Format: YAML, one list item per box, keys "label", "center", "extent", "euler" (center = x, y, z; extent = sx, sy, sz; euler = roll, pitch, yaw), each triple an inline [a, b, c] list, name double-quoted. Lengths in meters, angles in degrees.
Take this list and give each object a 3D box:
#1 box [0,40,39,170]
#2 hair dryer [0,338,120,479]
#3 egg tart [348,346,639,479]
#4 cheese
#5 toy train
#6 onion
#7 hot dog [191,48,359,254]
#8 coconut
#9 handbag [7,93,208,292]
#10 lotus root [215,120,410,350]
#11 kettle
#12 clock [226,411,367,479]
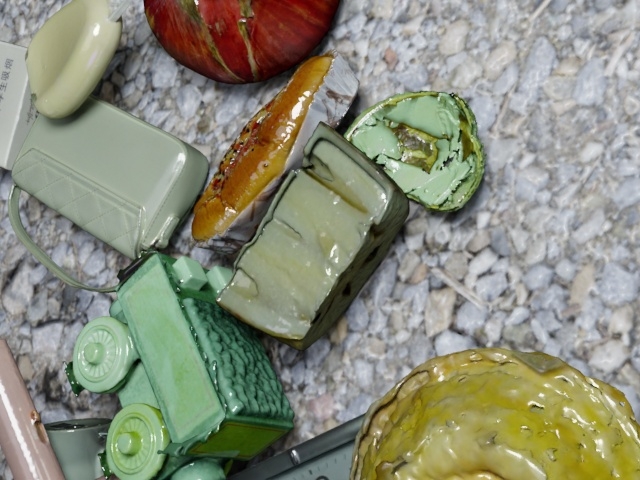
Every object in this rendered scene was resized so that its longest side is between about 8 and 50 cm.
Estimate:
- label: "box"
  center: [-0.483, -0.202, 1.240]
  extent: [0.259, 0.071, 0.168]
  euler: [19, 95, 26]
- label: "hair dryer"
  center: [-0.323, 0.227, 1.020]
  extent: [0.189, 0.107, 0.344]
  euler: [-28, 81, 9]
- label: "egg tart"
  center: [0.153, 0.266, 0.800]
  extent: [0.345, 0.132, 0.345]
  euler: [-2, 86, 30]
- label: "cheese"
  center: [-0.255, -0.252, 1.036]
  extent: [0.251, 0.054, 0.127]
  euler: [-38, 56, 32]
- label: "toy train"
  center: [-0.156, 0.154, 1.003]
  extent: [0.188, 0.159, 0.272]
  euler: [-40, 57, 18]
- label: "onion"
  center: [-0.095, -0.298, 1.014]
  extent: [0.248, 0.161, 0.248]
  euler: [-9, 65, 19]
- label: "hot dog"
  center: [-0.056, -0.095, 0.994]
  extent: [0.075, 0.144, 0.268]
  euler: [36, 99, -14]
- label: "coconut"
  center: [0.111, -0.098, 0.949]
  extent: [0.158, 0.055, 0.133]
  euler: [46, 107, 22]
- label: "handbag"
  center: [-0.277, -0.057, 1.111]
  extent: [0.256, 0.079, 0.219]
  euler: [29, 88, 25]
- label: "lotus root"
  center: [0.000, 0.000, 0.952]
  extent: [0.119, 0.138, 0.235]
  euler: [37, 112, 16]
- label: "kettle"
  center: [-0.287, 0.298, 1.107]
  extent: [0.126, 0.098, 0.148]
  euler: [-4, 87, -2]
- label: "clock"
  center: [0.030, 0.350, 0.967]
  extent: [0.273, 0.049, 0.279]
  euler: [-29, 74, 22]
